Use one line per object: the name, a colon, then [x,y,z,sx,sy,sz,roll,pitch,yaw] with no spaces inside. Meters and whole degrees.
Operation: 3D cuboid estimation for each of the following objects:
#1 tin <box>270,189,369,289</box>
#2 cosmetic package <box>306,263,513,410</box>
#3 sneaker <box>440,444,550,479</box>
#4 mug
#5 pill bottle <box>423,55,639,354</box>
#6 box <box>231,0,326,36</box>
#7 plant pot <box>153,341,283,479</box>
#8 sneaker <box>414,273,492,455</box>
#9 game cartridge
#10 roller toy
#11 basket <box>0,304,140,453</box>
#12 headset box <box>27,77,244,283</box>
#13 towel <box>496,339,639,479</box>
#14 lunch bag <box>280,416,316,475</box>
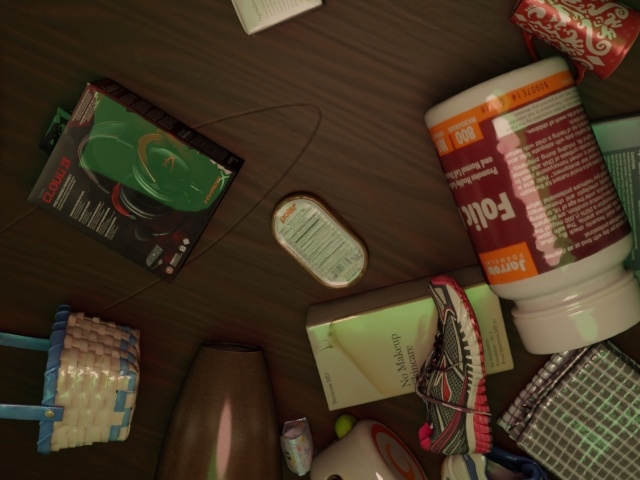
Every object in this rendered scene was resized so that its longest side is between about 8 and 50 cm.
tin: [0.000,0.000,1.415,0.189,0.040,0.106,43,98,-8]
cosmetic package: [0.145,0.158,1.410,0.309,0.113,0.160,-15,103,5]
sneaker: [0.353,0.441,1.451,0.296,0.112,0.131,29,138,-6]
mug: [0.370,-0.315,1.281,0.169,0.113,0.150,29,102,-1]
pill bottle: [0.321,-0.048,1.260,0.224,0.224,0.392,-22,92,8]
box: [-0.079,-0.403,1.238,0.119,0.181,0.182,-21,103,7]
plant pot: [-0.160,0.291,1.424,0.215,0.215,0.231,5,91,1]
sneaker: [0.194,0.198,1.299,0.111,0.121,0.299,-6,105,6]
game cartridge: [0.493,-0.053,1.371,0.198,0.062,0.297,-10,104,1]
roller toy: [0.081,0.415,1.434,0.146,0.209,0.191,-42,114,12]
basket: [-0.440,0.222,1.379,0.288,0.255,0.201,12,107,-12]
headset box: [-0.304,-0.104,1.361,0.293,0.110,0.218,32,104,-6]
towel: [0.478,0.316,1.431,0.283,0.121,0.235,37,102,-7]
lunch bag: [-0.040,0.358,1.483,0.053,0.083,0.071,-15,104,6]
